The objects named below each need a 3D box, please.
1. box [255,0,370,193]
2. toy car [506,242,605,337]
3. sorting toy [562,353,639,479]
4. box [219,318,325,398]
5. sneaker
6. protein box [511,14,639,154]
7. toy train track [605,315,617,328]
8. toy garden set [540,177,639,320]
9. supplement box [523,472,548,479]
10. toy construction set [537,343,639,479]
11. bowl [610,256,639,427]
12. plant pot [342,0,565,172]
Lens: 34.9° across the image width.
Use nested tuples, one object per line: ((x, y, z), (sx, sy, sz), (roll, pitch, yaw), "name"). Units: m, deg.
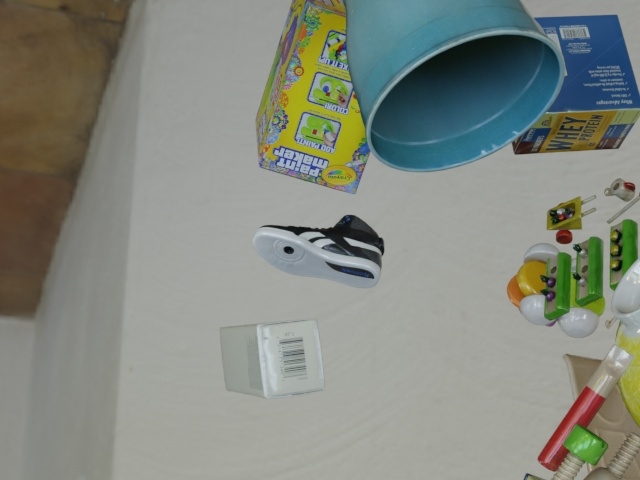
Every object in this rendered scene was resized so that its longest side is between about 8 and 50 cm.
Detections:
((0.011, -0.271, 1.757), (0.177, 0.290, 0.279), (15, 109, -11), "box")
((0.436, 0.106, 1.903), (0.182, 0.159, 0.136), (19, 146, -8), "toy car")
((0.412, 0.256, 1.354), (0.193, 0.208, 0.038), (11, 144, -28), "sorting toy")
((-0.080, 0.180, 1.567), (0.094, 0.113, 0.275), (-5, 177, -17), "box")
((0.000, 0.000, 1.689), (0.216, 0.121, 0.079), (19, 134, -5), "sneaker")
((0.434, -0.276, 1.803), (0.199, 0.201, 0.136), (-4, 155, -6), "protein box")
((0.444, 0.095, 1.498), (0.014, 0.048, 0.083), (31, 111, -8), "toy train track")
((0.428, -0.011, 1.564), (0.049, 0.204, 0.244), (28, 142, -23), "toy garden set")
((0.238, 0.305, 1.073), (0.056, 0.083, 0.083), (21, -175, -9), "supplement box")
((0.383, 0.193, 0.917), (0.309, 0.237, 0.257), (34, -175, 25), "toy construction set")
((0.430, 0.088, 1.164), (0.156, 0.289, 0.289), (38, 147, -7), "bowl")
((0.152, -0.274, 1.373), (0.271, 0.255, 0.272), (-14, 150, -9), "plant pot")
